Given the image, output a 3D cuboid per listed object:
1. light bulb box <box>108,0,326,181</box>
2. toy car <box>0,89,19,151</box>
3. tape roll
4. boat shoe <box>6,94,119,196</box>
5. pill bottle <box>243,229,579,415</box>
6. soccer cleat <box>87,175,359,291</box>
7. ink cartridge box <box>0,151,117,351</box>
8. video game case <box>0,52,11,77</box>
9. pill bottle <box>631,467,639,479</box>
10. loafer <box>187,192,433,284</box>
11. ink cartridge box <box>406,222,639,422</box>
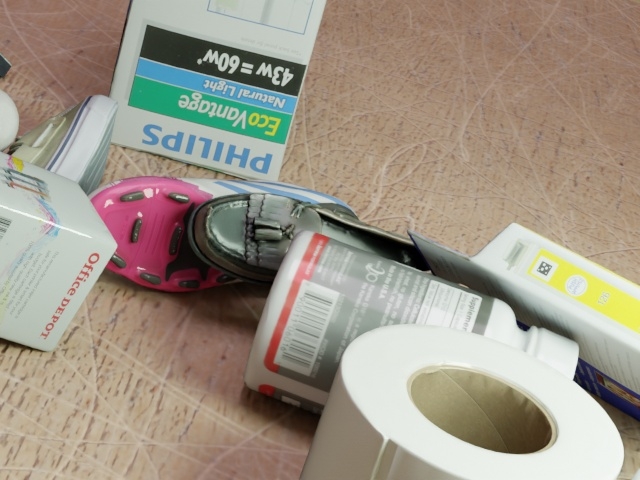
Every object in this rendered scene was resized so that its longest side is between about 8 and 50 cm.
[{"bbox_3d":[-0.108,-0.317,2.165,0.225,0.361,0.358,14,25,-5],"label":"light bulb box"},{"bbox_3d":[-0.412,-0.150,1.835,0.159,0.136,0.182,2,10,42],"label":"toy car"},{"bbox_3d":[0.108,0.203,1.464,0.246,0.169,0.246,15,25,-7],"label":"tape roll"},{"bbox_3d":[-0.284,-0.081,1.864,0.094,0.109,0.302,16,27,0],"label":"boat shoe"},{"bbox_3d":[0.085,0.109,1.653,0.283,0.161,0.161,20,25,3],"label":"pill bottle"},{"bbox_3d":[-0.116,-0.010,1.853,0.331,0.116,0.143,5,12,-31],"label":"soccer cleat"},{"bbox_3d":[-0.302,-0.002,1.607,0.176,0.128,0.127,23,18,-37],"label":"ink cartridge box"},{"bbox_3d":[-0.494,-0.299,2.079,0.196,0.026,0.274,31,-8,26],"label":"video game case"},{"bbox_3d":[0.392,0.283,1.521,0.146,0.146,0.264,-7,35,-43],"label":"pill bottle"},{"bbox_3d":[0.000,0.000,1.773,0.267,0.096,0.084,12,-18,-31],"label":"loafer"},{"bbox_3d":[0.256,0.085,1.744,0.307,0.072,0.303,32,-9,23],"label":"ink cartridge box"}]
